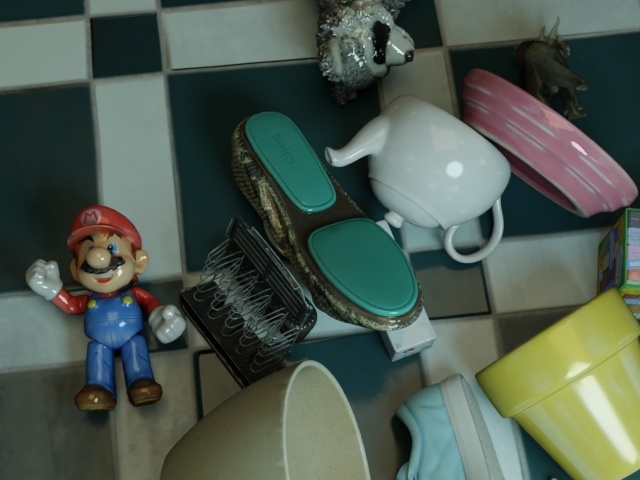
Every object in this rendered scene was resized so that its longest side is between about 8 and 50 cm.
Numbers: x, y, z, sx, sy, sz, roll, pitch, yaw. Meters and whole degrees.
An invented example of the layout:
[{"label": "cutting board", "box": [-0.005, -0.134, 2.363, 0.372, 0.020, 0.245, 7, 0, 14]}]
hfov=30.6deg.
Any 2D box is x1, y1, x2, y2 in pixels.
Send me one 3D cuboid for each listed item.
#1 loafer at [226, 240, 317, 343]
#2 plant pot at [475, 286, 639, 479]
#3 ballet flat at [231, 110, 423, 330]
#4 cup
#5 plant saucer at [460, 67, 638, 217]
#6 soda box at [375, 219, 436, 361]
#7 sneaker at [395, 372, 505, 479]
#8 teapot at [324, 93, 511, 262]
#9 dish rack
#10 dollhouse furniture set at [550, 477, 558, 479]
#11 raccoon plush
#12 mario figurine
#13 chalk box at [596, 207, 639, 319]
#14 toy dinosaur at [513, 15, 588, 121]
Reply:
[{"label": "loafer", "box": [-0.088, 0.084, 1.883, 0.080, 0.078, 0.220, -18, 54, -27]}, {"label": "plant pot", "box": [0.401, 0.234, 1.761, 0.254, 0.254, 0.239, -32, 81, -12]}, {"label": "ballet flat", "box": [0.000, 0.000, 1.846, 0.164, 0.182, 0.483, -17, 53, -28]}, {"label": "cup", "box": [-0.089, 0.359, 1.686, 0.237, 0.331, 0.331, -15, 69, 19]}, {"label": "plant saucer", "box": [0.346, -0.142, 1.860, 0.332, 0.332, 0.084, 39, 92, 11]}, {"label": "soda box", "box": [0.111, 0.080, 1.896, 0.074, 0.069, 0.216, -19, 73, -9]}, {"label": "sneaker", "box": [0.197, 0.379, 1.738, 0.150, 0.135, 0.366, -25, 44, 14]}, {"label": "teapot", "box": [0.172, -0.099, 1.890, 0.256, 0.252, 0.187, 33, 88, 23]}, {"label": "dish rack", "box": [-0.112, 0.097, 1.784, 0.074, 0.271, 0.208, -32, 74, -30]}, {"label": "dollhouse furniture set", "box": [0.418, 0.377, 1.801, 0.114, 0.091, 0.081, 31, 57, 12]}, {"label": "raccoon plush", "box": [-0.003, -0.430, 2.060, 0.446, 0.216, 0.299, 28, 84, 38]}, {"label": "mario figurine", "box": [-0.335, 0.098, 1.815, 0.198, 0.170, 0.321, 0, 75, -39]}, {"label": "chalk box", "box": [0.529, 0.035, 1.850, 0.132, 0.213, 0.132, 7, 70, 1]}, {"label": "toy dinosaur", "box": [0.378, -0.272, 1.964, 0.121, 0.313, 0.160, -26, 96, 16]}]
